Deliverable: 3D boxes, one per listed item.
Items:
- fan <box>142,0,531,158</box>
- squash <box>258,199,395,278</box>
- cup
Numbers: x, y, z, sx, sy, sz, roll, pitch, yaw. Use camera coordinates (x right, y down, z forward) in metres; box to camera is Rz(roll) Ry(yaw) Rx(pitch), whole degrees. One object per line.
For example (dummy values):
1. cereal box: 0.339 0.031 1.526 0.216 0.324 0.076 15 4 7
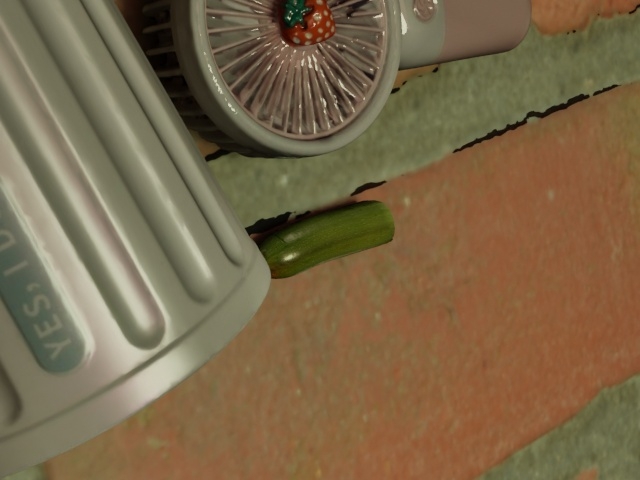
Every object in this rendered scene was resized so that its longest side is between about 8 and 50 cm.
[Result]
1. fan: 0.021 -0.117 0.684 0.244 0.074 0.130 -16 100 -39
2. squash: 0.000 0.000 0.699 0.083 0.027 0.028 -17 102 -37
3. cup: -0.151 -0.020 0.488 0.221 0.166 0.202 -39 111 -37
